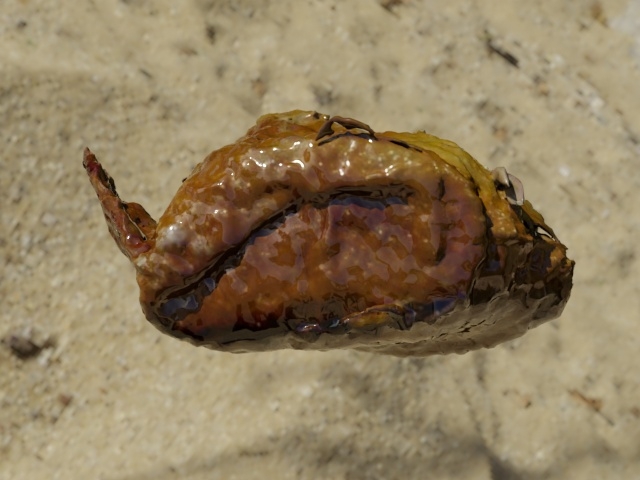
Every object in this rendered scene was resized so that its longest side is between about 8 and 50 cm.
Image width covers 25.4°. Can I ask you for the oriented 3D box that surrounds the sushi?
[{"bbox_3d":[0.003,0.002,0.878,0.179,0.296,0.167,-67,146,-78],"label":"sushi"}]
